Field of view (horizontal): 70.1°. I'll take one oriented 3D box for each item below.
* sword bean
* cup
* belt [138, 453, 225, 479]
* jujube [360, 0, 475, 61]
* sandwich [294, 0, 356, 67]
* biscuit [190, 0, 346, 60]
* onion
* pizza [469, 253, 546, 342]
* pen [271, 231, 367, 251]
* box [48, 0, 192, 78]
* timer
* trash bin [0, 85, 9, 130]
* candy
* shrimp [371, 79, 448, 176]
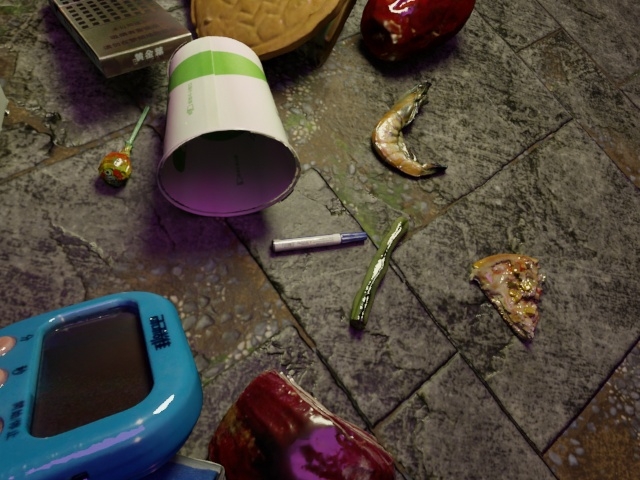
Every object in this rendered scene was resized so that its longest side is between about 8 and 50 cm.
[{"bbox_3d":[0.121,0.056,0.930,0.043,0.038,0.269,28,62,3],"label":"sword bean"},{"bbox_3d":[-0.179,-0.217,0.854,0.253,0.253,0.274,-3,63,-17],"label":"cup"},{"bbox_3d":[-0.223,0.451,0.564,0.117,0.212,0.347,13,73,4],"label":"belt"},{"bbox_3d":[0.243,-0.579,1.137,0.223,0.223,0.318,46,68,6],"label":"jujube"},{"bbox_3d":[-0.006,-0.552,1.040,0.155,0.227,0.198,26,63,-3],"label":"sandwich"},{"bbox_3d":[-0.122,-0.568,0.975,0.385,0.062,0.365,-19,79,19],"label":"biscuit"},{"bbox_3d":[-0.029,0.383,0.696,0.314,0.146,0.280,35,68,-4],"label":"onion"},{"bbox_3d":[0.421,0.119,0.981,0.185,0.052,0.195,-6,70,-14],"label":"pizza"},{"bbox_3d":[0.000,0.000,0.926,0.204,0.025,0.025,-7,70,-19],"label":"pen"},{"bbox_3d":[-0.410,-0.442,0.921,0.180,0.047,0.325,-29,57,-23],"label":"box"},{"bbox_3d":[-0.328,0.202,0.612,0.309,0.340,0.115,-17,118,-20],"label":"timer"},{"bbox_3d":[-0.638,-0.254,0.663,0.255,0.368,0.296,-1,67,-14],"label":"trash bin"},{"bbox_3d":[-0.373,-0.192,0.893,0.060,0.060,0.201,16,58,-9],"label":"candy"},{"bbox_3d":[0.243,-0.259,1.093,0.198,0.051,0.262,39,66,-5],"label":"shrimp"}]
